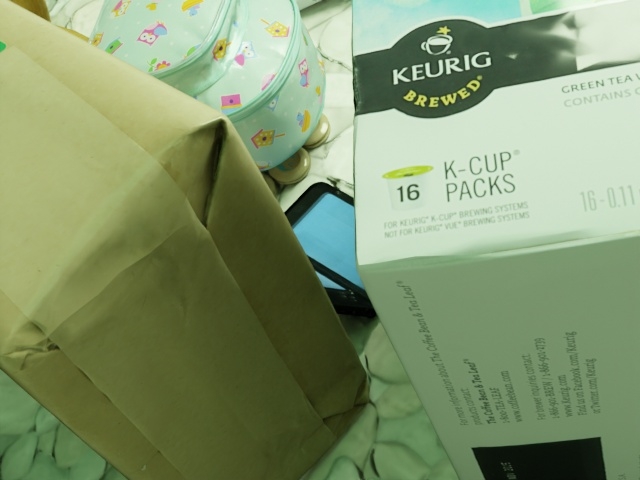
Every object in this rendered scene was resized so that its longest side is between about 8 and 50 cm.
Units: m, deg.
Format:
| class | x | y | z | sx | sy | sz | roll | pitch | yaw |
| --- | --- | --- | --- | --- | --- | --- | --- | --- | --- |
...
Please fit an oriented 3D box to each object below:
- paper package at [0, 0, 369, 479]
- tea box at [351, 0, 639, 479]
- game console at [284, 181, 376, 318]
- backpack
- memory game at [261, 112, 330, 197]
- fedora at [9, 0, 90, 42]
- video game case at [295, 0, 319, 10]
| class | x | y | z | sx | sy | sz | roll | pitch | yaw |
| --- | --- | --- | --- | --- | --- | --- | --- | --- | --- |
| paper package | -0.164 | 0.008 | 0.640 | 0.325 | 0.309 | 0.168 | 31 | 70 | 33 |
| tea box | 0.156 | -0.052 | 0.562 | 0.220 | 0.329 | 0.323 | -10 | 56 | 13 |
| game console | 0.000 | 0.000 | 0.741 | 0.122 | 0.107 | 0.071 | 30 | 99 | 32 |
| backpack | -0.095 | -0.134 | 0.799 | 0.188 | 0.144 | 0.166 | 1 | 53 | 15 |
| memory game | -0.083 | -0.094 | 0.862 | 0.186 | 0.012 | 0.186 | -8 | 56 | 13 |
| fedora | -0.230 | -0.129 | 0.846 | 0.079 | 0.194 | 0.194 | 7 | 58 | -4 |
| video game case | 0.004 | -0.328 | 0.936 | 0.183 | 0.023 | 0.201 | -21 | 71 | 12 |
